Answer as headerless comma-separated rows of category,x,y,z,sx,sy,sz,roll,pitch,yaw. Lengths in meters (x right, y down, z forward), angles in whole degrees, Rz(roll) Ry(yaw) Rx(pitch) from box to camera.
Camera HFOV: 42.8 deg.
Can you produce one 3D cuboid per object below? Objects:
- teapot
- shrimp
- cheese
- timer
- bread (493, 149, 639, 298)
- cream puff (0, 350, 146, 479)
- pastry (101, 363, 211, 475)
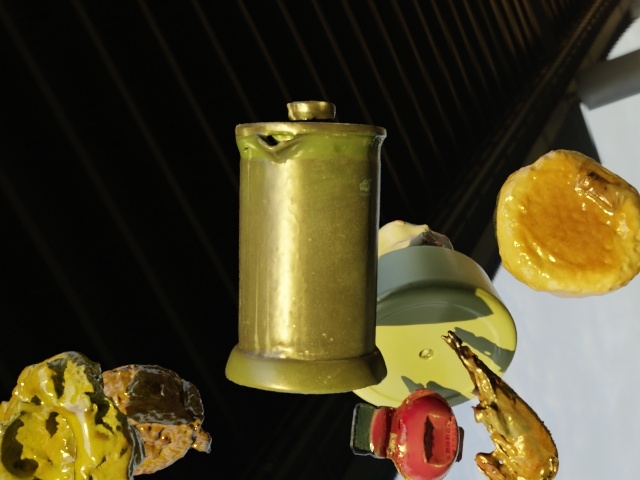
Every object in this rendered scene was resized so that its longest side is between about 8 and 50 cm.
teapot,0.000,0.000,1.024,0.270,0.200,0.336,-6,-82,-62
shrimp,0.246,0.256,1.198,0.262,0.117,0.066,49,167,9
cheese,0.139,0.304,1.268,0.244,0.062,0.155,17,-109,-36
timer,0.163,0.085,1.407,0.291,0.291,0.315,49,-157,-32
bread,0.392,-0.022,1.290,0.134,0.245,0.244,44,-144,-73
cream puff,-0.406,0.316,1.258,0.185,0.282,0.281,-6,-100,-50
pastry,-0.352,0.348,1.629,0.132,0.235,0.240,-117,15,-46
